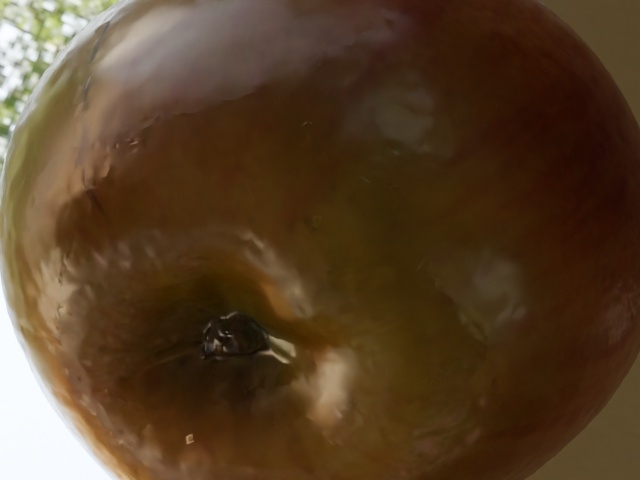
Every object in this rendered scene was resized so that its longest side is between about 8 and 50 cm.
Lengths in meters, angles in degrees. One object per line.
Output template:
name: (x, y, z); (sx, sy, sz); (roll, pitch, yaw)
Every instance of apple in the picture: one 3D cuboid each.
apple: (0.000, 0.000, 0.614); (0.286, 0.286, 0.233); (-44, -174, 27)
